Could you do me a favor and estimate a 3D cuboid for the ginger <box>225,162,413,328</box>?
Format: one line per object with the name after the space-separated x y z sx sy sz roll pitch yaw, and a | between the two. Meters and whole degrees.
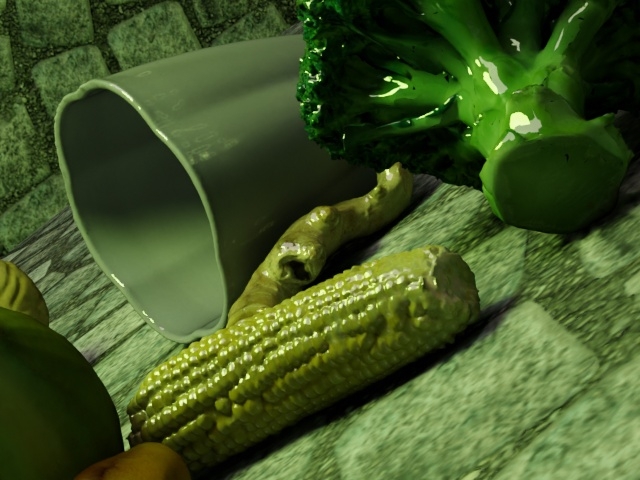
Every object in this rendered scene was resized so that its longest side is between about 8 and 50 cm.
0.000 0.000 1.484 0.288 0.075 0.089 -49 -7 -33 | ginger

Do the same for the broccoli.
0.118 -0.132 1.234 0.297 0.297 0.297 -33 32 19 | broccoli

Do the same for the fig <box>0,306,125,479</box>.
-0.248 0.140 1.186 0.239 0.239 0.271 -46 -17 -40 | fig

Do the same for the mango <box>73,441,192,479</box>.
-0.117 0.169 1.115 0.063 0.077 0.127 -29 6 24 | mango

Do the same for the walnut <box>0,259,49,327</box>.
-0.388 0.119 1.855 0.228 0.228 0.228 -35 11 8 | walnut

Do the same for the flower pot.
-0.080 -0.070 1.617 0.243 0.265 0.265 -30 6 -33 | flower pot

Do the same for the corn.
-0.022 0.082 1.172 0.288 0.086 0.086 -28 13 28 | corn
